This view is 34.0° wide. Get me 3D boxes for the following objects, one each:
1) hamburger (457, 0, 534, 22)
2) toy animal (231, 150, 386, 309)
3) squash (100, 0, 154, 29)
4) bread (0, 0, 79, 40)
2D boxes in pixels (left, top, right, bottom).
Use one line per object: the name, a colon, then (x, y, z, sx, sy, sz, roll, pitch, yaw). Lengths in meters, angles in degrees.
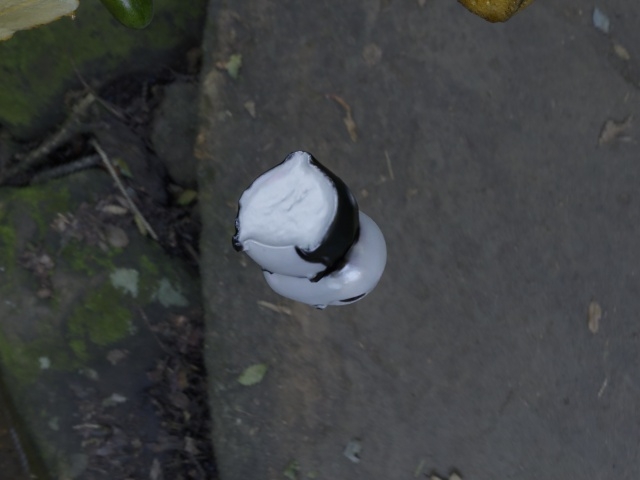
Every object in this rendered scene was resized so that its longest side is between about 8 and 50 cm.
hamburger: (0.257, -0.490, 1.539, 0.174, 0.304, 0.284, -33, 77, -19)
toy animal: (-0.004, 0.005, 1.512, 0.187, 0.235, 0.165, 7, 60, 29)
squash: (-0.255, -0.322, 1.165, 0.069, 0.258, 0.069, -11, 61, 20)
bread: (-0.612, -0.553, 1.978, 0.279, 0.207, 0.279, -9, 78, 33)
